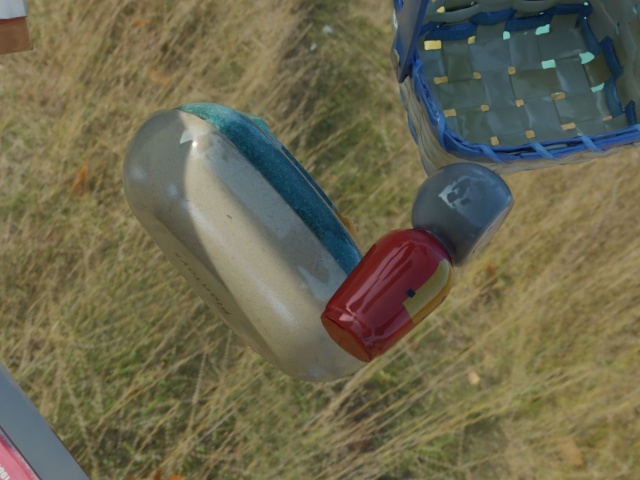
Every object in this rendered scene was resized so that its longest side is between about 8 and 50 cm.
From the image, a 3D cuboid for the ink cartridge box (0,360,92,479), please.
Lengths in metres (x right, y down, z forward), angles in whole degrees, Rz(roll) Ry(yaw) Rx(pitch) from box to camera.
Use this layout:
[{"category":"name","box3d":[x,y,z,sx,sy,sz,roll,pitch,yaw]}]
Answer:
[{"category":"ink cartridge box","box3d":[-0.412,0.297,0.886,0.279,0.384,0.160,45,-6,19]}]

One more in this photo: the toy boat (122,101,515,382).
[{"category":"toy boat","box3d":[0.000,0.000,0.725,0.148,0.318,0.267,-46,116,-19]}]

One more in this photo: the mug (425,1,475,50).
[{"category":"mug","box3d":[0.116,-0.195,0.964,0.062,0.064,0.078,24,11,0]}]

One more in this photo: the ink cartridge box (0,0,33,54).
[{"category":"ink cartridge box","box3d":[-0.389,-0.276,1.062,0.130,0.309,0.272,-12,98,-14]}]

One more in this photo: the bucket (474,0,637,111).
[{"category":"bucket","box3d":[0.311,-0.253,1.014,0.281,0.183,0.281,16,27,-8]}]

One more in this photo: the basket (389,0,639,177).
[{"category":"basket","box3d":[0.164,-0.156,0.686,0.254,0.289,0.201,-11,79,-12]}]
